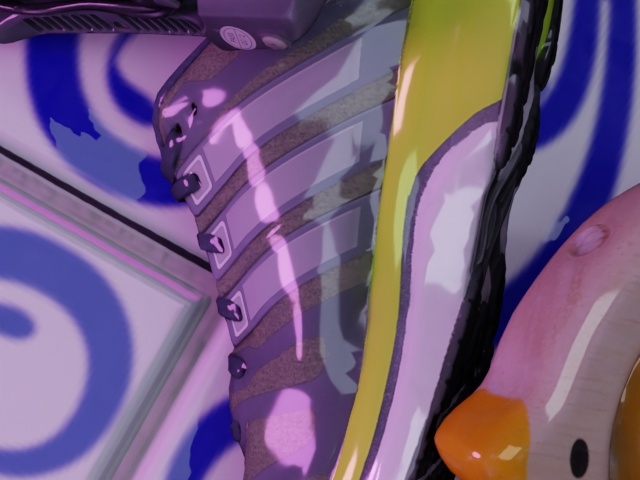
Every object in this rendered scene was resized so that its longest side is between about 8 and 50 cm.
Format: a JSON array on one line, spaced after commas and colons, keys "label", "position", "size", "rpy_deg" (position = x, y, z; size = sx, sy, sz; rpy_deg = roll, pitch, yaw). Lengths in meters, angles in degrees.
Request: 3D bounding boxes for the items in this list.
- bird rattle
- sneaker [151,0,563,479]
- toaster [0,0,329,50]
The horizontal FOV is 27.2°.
[{"label": "bird rattle", "position": [0.144, 0.070, 0.414], "size": [0.253, 0.143, 0.207], "rpy_deg": [-42, 116, -7]}, {"label": "sneaker", "position": [0.000, 0.000, 0.446], "size": [0.121, 0.111, 0.299], "rpy_deg": [13, 86, 16]}, {"label": "toaster", "position": [-0.084, -0.145, 0.400], "size": [0.129, 0.227, 0.146], "rpy_deg": [34, 68, -51]}]
